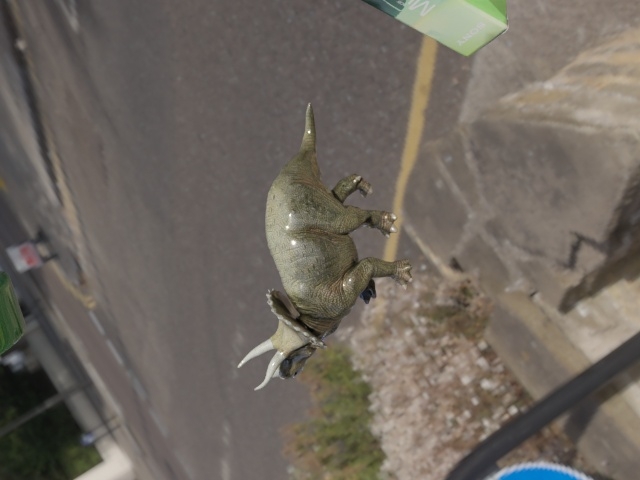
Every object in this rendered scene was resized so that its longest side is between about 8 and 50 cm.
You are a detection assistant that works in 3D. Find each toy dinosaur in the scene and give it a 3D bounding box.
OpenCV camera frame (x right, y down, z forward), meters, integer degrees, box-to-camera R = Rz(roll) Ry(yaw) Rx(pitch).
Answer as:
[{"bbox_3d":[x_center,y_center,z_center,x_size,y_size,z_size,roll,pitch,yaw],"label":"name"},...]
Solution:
[{"bbox_3d":[0.000,0.000,1.171,0.121,0.160,0.313,-2,92,57],"label":"toy dinosaur"}]

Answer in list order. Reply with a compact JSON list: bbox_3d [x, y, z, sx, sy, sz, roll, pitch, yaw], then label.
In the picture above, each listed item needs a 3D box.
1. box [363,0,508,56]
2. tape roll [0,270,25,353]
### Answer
[{"bbox_3d":[0.017,-0.313,0.876,0.058,0.322,0.232,-35,41,48],"label":"box"},{"bbox_3d":[-0.540,0.126,1.357,0.321,0.321,0.077,14,121,65],"label":"tape roll"}]
